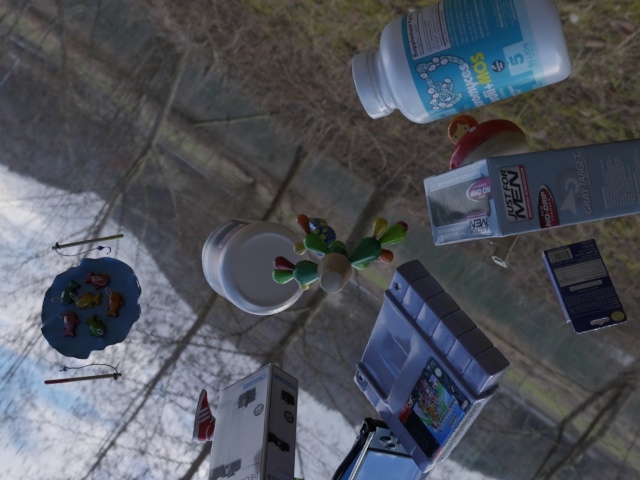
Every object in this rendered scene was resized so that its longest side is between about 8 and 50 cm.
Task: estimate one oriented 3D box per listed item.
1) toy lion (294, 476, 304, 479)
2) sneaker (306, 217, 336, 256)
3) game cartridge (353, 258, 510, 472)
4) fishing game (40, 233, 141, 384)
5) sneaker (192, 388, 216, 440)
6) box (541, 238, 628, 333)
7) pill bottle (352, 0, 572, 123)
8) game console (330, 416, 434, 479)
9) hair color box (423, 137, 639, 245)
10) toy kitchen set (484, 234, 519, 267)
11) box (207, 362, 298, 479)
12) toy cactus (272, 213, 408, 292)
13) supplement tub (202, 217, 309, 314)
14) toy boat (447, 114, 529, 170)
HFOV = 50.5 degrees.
[{"bbox_3d":[-0.054,0.554,1.427,0.034,0.100,0.096,20,167,-11],"label":"toy lion"},{"bbox_3d":[0.000,0.000,1.757,0.067,0.078,0.188,-3,-158,-10],"label":"sneaker"},{"bbox_3d":[0.166,0.224,1.128,0.230,0.068,0.355,55,150,31],"label":"game cartridge"},{"bbox_3d":[-0.394,0.110,1.154,0.189,0.263,0.041,-6,156,8],"label":"fishing game"},{"bbox_3d":[-0.260,0.410,1.588,0.067,0.118,0.042,8,166,-8],"label":"sneaker"},{"bbox_3d":[0.655,0.116,1.689,0.036,0.137,0.225,76,-179,-66],"label":"box"},{"bbox_3d":[0.179,-0.243,0.890,0.146,0.264,0.146,45,-143,-50],"label":"pill bottle"},{"bbox_3d":[0.090,0.502,1.279,0.250,0.293,0.173,15,-153,-12],"label":"game console"},{"bbox_3d":[0.372,-0.078,1.039,0.375,0.113,0.185,-10,179,-19],"label":"hair color box"},{"bbox_3d":[0.449,0.011,1.690,0.068,0.083,0.075,27,176,26],"label":"toy kitchen set"},{"bbox_3d":[-0.137,0.415,1.386,0.087,0.169,0.289,40,-147,-31],"label":"box"},{"bbox_3d":[0.025,0.021,1.003,0.180,0.219,0.112,-75,-26,-73],"label":"toy cactus"},{"bbox_3d":[-0.150,0.048,1.470,0.191,0.191,0.272,36,172,-19],"label":"supplement tub"},{"bbox_3d":[0.293,-0.169,1.261,0.151,0.151,0.231,56,-172,14],"label":"toy boat"}]
